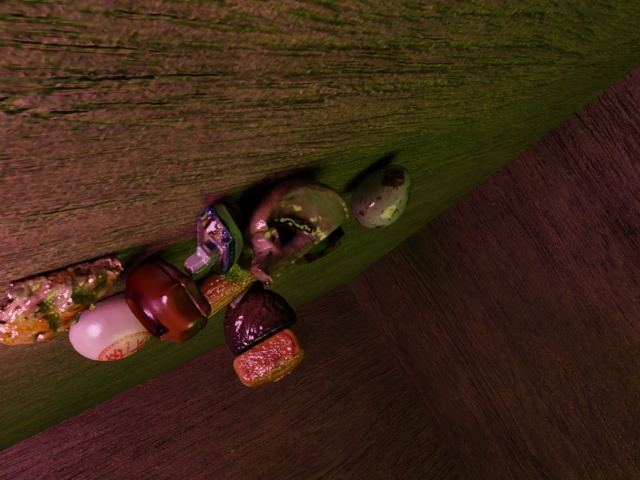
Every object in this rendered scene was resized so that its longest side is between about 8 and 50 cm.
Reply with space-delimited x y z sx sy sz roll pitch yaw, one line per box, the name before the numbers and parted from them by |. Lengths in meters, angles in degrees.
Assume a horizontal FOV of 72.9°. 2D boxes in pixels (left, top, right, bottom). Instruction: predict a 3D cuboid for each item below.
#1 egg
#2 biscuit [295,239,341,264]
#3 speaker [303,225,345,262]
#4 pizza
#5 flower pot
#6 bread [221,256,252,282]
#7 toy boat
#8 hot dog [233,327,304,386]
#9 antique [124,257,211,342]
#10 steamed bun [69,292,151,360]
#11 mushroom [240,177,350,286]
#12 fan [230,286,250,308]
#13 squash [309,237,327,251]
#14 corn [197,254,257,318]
egg | 0.193 -0.139 1.357 0.169 0.169 0.231 -17 151 -47
biscuit | -0.002 0.047 1.954 0.208 0.041 0.290 -38 166 30
speaker | 0.000 0.000 1.672 0.044 0.082 0.218 -20 166 -44
pizza | -0.562 0.144 0.912 0.323 0.089 0.223 -36 170 22
flower pot | -0.260 0.245 1.603 0.266 0.267 0.266 -29 166 -8
bread | -0.242 0.050 1.176 0.069 0.128 0.140 -32 163 8
toy boat | -0.249 0.010 0.993 0.115 0.114 0.262 -32 157 -42
hot dog | -0.177 0.430 1.589 0.256 0.150 0.153 -31 157 0
antique | -0.378 0.148 1.054 0.129 0.223 0.278 -39 -153 -31
steamed bun | -0.555 0.248 1.194 0.232 0.145 0.232 -29 168 -6
mushroom | -0.110 -0.048 1.089 0.217 0.212 0.292 19 -117 48
fan | -0.220 0.118 1.504 0.282 0.023 0.057 -54 172 -8
squash | -0.046 -0.013 1.441 0.107 0.107 0.395 -32 168 7
corn | -0.339 0.165 1.452 0.363 0.120 0.120 -38 167 13
